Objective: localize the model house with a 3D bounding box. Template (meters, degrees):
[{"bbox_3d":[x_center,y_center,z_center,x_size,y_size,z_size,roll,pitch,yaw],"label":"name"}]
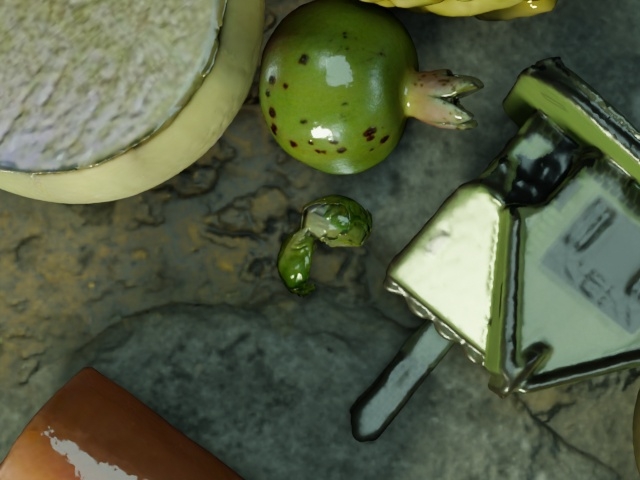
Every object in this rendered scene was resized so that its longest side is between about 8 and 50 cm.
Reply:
[{"bbox_3d":[0.128,0.048,1.012,0.205,0.218,0.278,42,88,4],"label":"model house"}]

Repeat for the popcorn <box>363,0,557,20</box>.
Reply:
[{"bbox_3d":[0.067,-0.269,1.020,0.332,0.225,0.265,24,39,8],"label":"popcorn"}]

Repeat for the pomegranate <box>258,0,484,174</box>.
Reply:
[{"bbox_3d":[0.034,-0.119,1.060,0.159,0.129,0.129,-15,85,6],"label":"pomegranate"}]

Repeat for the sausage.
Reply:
[{"bbox_3d":[-0.102,0.204,1.037,0.259,0.113,0.113,37,84,2],"label":"sausage"}]

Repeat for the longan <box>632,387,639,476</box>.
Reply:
[{"bbox_3d":[0.315,0.138,1.042,0.204,0.159,0.185,-32,99,-41],"label":"longan"}]

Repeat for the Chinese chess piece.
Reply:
[{"bbox_3d":[-0.174,-0.161,1.039,0.270,0.112,0.270,-2,82,12],"label":"Chinese chess piece"}]

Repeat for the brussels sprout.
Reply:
[{"bbox_3d":[-0.001,0.000,1.091,0.083,0.046,0.051,-43,81,-5],"label":"brussels sprout"}]
